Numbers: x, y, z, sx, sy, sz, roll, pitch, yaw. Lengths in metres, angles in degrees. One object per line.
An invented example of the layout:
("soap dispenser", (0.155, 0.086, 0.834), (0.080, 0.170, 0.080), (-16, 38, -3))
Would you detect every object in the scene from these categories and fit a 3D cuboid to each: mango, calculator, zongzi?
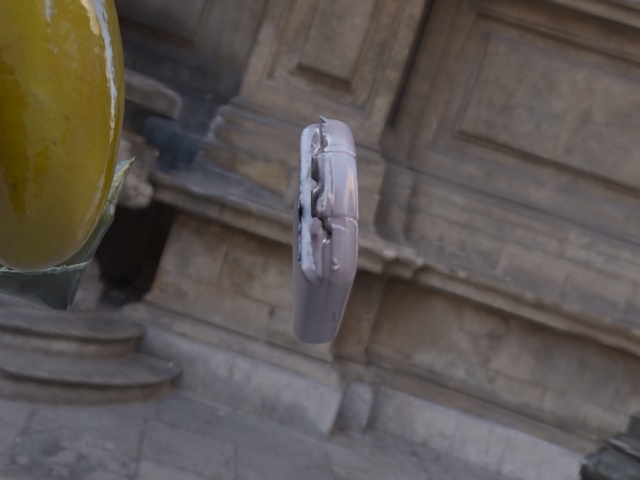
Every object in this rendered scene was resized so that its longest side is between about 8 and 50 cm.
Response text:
("mango", (-0.123, -0.065, 0.408), (0.076, 0.161, 0.103), (-14, 15, -36))
("calculator", (0.000, 0.000, 0.602), (0.032, 0.100, 0.175), (1, -20, -3))
("zongzi", (-0.165, -0.017, 0.605), (0.052, 0.113, 0.104), (32, -1, 19))
